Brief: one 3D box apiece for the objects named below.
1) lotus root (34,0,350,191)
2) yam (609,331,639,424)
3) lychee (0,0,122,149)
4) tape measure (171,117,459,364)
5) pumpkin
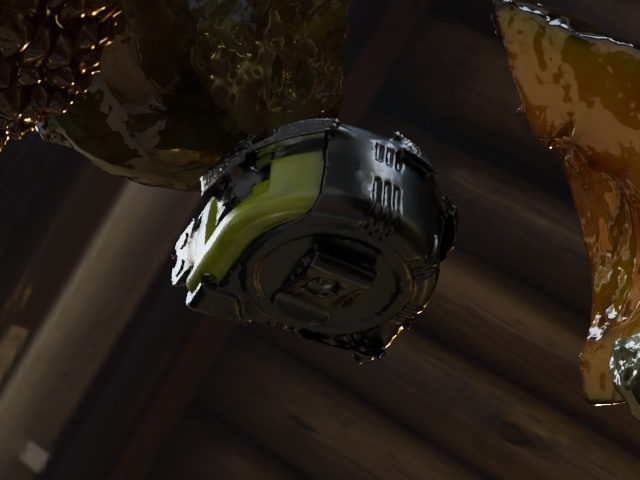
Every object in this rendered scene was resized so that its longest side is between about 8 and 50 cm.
[{"bbox_3d":[-0.118,-0.161,1.118,0.149,0.260,0.267,39,-53,49],"label":"lotus root"},{"bbox_3d":[0.252,0.166,0.757,0.071,0.317,0.067,-28,-158,19],"label":"yam"},{"bbox_3d":[-0.160,-0.116,0.542,0.188,0.188,0.188,-8,-109,23],"label":"lychee"},{"bbox_3d":[0.000,0.000,1.037,0.186,0.199,0.112,125,-24,-44],"label":"tape measure"},{"bbox_3d":[0.208,-0.042,0.825,0.149,0.130,0.254,-17,-97,36],"label":"pumpkin"}]
